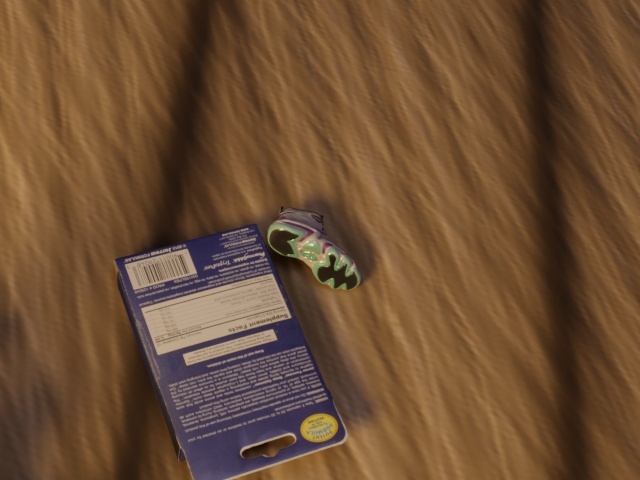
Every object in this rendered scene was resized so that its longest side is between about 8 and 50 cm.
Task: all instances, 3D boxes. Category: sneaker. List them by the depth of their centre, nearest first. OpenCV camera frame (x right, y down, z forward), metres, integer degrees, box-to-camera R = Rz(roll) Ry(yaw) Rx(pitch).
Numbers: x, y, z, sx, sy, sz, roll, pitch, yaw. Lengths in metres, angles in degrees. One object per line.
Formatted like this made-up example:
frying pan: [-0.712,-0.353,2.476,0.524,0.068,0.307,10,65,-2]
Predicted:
sneaker: [0.000,0.000,1.017,0.098,0.038,0.069,36,30,-13]

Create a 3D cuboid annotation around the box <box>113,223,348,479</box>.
box: [-0.079,0.097,0.935,0.136,0.036,0.225,-14,58,-18]
